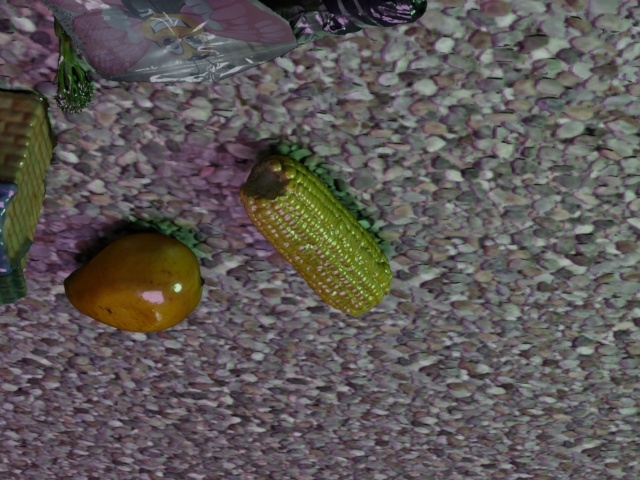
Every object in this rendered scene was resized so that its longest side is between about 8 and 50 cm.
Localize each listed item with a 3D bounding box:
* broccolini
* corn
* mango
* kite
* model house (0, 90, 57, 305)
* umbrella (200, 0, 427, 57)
[{"bbox_3d":[-0.206,-0.155,1.341,0.035,0.030,0.140,1,146,-7],"label":"broccolini"},{"bbox_3d":[0.000,0.000,1.514,0.080,0.080,0.238,-10,148,26],"label":"corn"},{"bbox_3d":[-0.184,0.048,1.623,0.115,0.089,0.165,23,149,-25],"label":"mango"},{"bbox_3d":[-0.175,-0.223,1.185,0.204,0.022,0.360,-8,142,34],"label":"kite"},{"bbox_3d":[-0.327,-0.021,1.448,0.166,0.172,0.183,4,151,2],"label":"model house"},{"bbox_3d":[-0.007,-0.169,1.250,0.188,0.046,0.050,-10,124,27],"label":"umbrella"}]
